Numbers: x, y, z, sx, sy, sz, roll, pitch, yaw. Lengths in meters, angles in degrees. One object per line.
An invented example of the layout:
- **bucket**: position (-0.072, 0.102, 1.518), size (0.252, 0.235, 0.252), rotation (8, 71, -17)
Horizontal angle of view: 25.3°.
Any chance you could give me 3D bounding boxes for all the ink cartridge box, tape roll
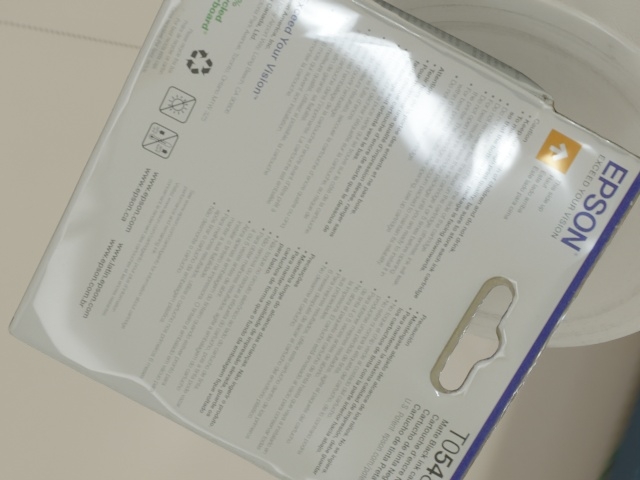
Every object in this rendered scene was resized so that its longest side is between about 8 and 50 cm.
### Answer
- **ink cartridge box**: position (0.000, 0.000, 0.658), size (0.224, 0.045, 0.223), rotation (29, 108, -1)
- **tape roll**: position (0.122, -0.082, 0.814), size (0.246, 0.246, 0.169), rotation (56, 41, -25)
